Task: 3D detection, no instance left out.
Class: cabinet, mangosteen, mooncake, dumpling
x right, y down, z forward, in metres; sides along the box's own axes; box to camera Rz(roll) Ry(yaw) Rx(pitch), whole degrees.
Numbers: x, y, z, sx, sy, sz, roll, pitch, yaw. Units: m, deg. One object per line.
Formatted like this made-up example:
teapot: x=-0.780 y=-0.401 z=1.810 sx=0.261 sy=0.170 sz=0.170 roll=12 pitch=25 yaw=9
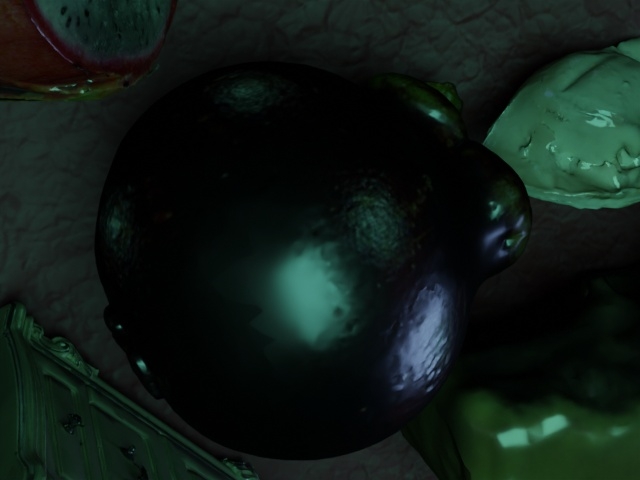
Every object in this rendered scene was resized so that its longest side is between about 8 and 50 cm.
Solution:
cabinet: x=-0.170 y=0.262 z=1.148 sx=0.318 sy=0.290 sz=0.227 roll=38 pitch=100 yaw=-25
mangosteen: x=-0.003 y=0.014 z=1.092 sx=0.314 sy=0.297 sz=0.296 roll=-2 pitch=110 yaw=-8
mooncake: x=0.273 y=0.096 z=1.223 sx=0.393 sy=0.246 sz=0.394 roll=21 pitch=107 yaw=-25
dumpling: x=0.221 y=-0.089 z=1.193 sx=0.199 sy=0.136 sz=0.118 roll=-40 pitch=144 yaw=-20

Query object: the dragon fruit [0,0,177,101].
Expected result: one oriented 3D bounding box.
dragon fruit: x=-0.233 y=-0.236 z=0.976 sx=0.226 sy=0.305 sz=0.305 roll=1 pitch=112 yaw=16
